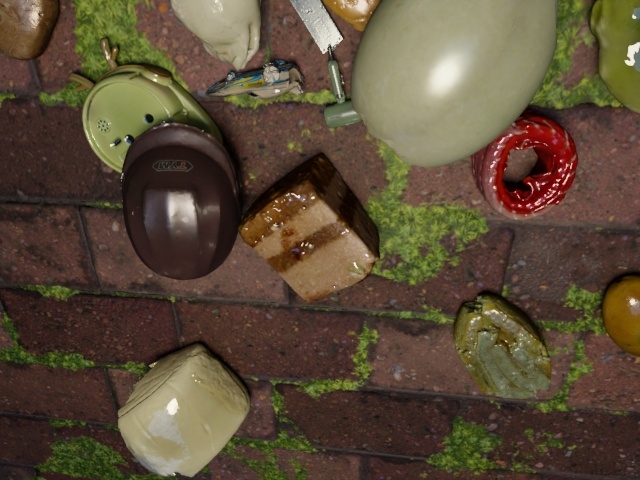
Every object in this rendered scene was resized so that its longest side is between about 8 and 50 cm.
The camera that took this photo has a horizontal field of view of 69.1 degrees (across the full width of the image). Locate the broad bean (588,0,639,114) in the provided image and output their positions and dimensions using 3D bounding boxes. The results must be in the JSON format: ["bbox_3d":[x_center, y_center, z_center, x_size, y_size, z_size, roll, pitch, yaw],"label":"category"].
[{"bbox_3d":[0.563,-0.322,0.738,0.291,0.119,0.238,26,109,-8],"label":"broad bean"}]

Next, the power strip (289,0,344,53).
[{"bbox_3d":[-0.010,-0.406,0.837,0.050,0.019,0.136,-29,109,23],"label":"power strip"}]

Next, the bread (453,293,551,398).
[{"bbox_3d":[0.398,0.239,1.046,0.185,0.124,0.257,-33,106,23],"label":"bread"}]

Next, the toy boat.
[{"bbox_3d":[-0.132,-0.297,0.886,0.210,0.084,0.066,-4,112,21],"label":"toy boat"}]

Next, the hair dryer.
[{"bbox_3d":[0.032,-0.289,0.871,0.071,0.047,0.150,-9,118,14],"label":"hair dryer"}]

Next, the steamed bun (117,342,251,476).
[{"bbox_3d":[-0.344,0.444,1.186,0.290,0.272,0.273,42,115,-17],"label":"steamed bun"}]

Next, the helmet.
[{"bbox_3d":[-0.266,-0.048,0.877,0.224,0.177,0.305,-1,138,-2],"label":"helmet"}]

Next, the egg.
[{"bbox_3d":[0.210,-0.290,0.717,0.278,0.278,0.336,37,118,-10],"label":"egg"}]

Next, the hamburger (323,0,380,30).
[{"bbox_3d":[0.070,-0.436,0.775,0.147,0.083,0.138,37,112,-14],"label":"hamburger"}]

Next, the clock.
[{"bbox_3d":[-0.369,-0.237,0.936,0.235,0.096,0.308,-32,107,23],"label":"clock"}]

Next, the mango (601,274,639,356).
[{"bbox_3d":[0.678,0.171,0.987,0.136,0.099,0.227,-30,118,14],"label":"mango"}]

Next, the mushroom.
[{"bbox_3d":[-0.553,-0.430,0.880,0.094,0.072,0.210,29,117,-17],"label":"mushroom"}]

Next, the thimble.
[{"bbox_3d":[0.371,-0.140,0.856,0.163,0.125,0.190,-5,116,8],"label":"thimble"}]

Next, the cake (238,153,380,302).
[{"bbox_3d":[0.000,0.000,0.948,0.196,0.199,0.293,-32,109,19],"label":"cake"}]

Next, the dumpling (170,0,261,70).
[{"bbox_3d":[-0.193,-0.422,0.799,0.193,0.147,0.258,8,129,40],"label":"dumpling"}]
